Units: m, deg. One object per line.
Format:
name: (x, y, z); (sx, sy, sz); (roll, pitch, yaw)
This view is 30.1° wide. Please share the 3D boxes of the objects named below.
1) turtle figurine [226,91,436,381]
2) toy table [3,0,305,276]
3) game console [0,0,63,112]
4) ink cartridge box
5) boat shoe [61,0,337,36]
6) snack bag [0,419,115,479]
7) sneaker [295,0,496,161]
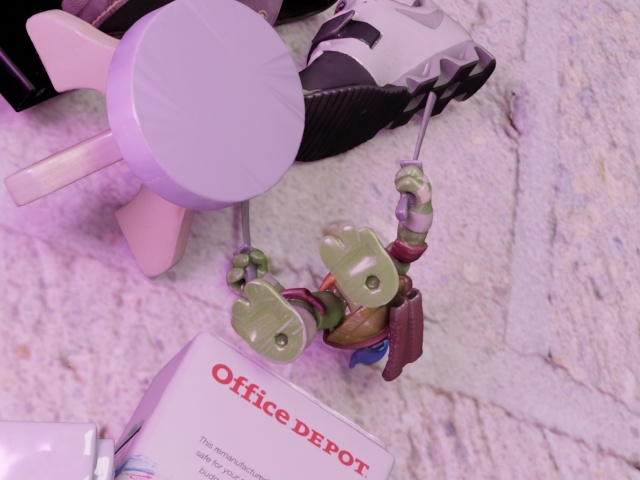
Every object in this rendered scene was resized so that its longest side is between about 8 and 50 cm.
turtle figurine: (0.000, 0.000, 1.064); (0.198, 0.266, 0.274); (1, 95, 9)
toy table: (-0.142, -0.103, 1.026); (0.274, 0.161, 0.252); (-19, 90, -61)
game console: (-0.352, -0.184, 1.009); (0.213, 0.044, 0.361); (50, 35, 1)
ink cartridge box: (-0.089, 0.245, 0.940); (0.201, 0.117, 0.278); (35, 53, -11)
boat shoe: (-0.095, -0.253, 1.193); (0.355, 0.132, 0.130); (-30, 87, -43)
snack bag: (-0.312, 0.272, 0.762); (0.323, 0.037, 0.342); (4, 59, -3)
sneaker: (0.031, -0.185, 1.259); (0.330, 0.122, 0.146); (-22, 71, -43)
